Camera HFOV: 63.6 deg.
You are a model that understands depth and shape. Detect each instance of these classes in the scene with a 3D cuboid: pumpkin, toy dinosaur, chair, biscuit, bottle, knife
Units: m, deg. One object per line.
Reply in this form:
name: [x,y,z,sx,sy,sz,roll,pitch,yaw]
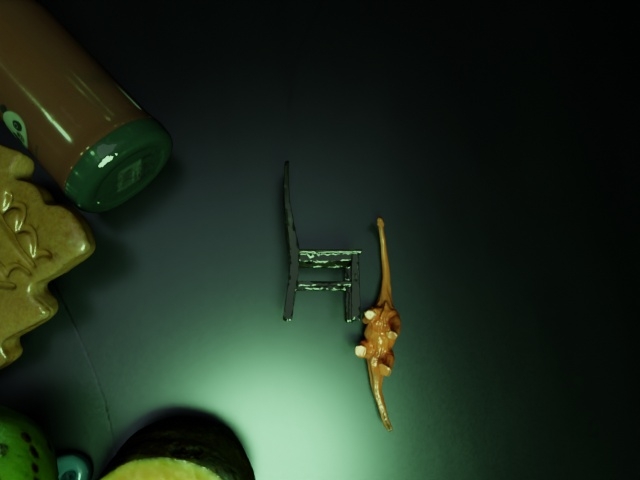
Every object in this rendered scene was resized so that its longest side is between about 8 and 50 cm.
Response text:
pumpkin: [-0.172,0.369,0.572,0.221,0.139,0.317,24,75,0]
toy dinosaur: [0.079,0.106,0.680,0.055,0.101,0.280,4,90,9]
chair: [0.000,0.000,0.683,0.101,0.084,0.213,1,80,-5]
biscuit: [-0.403,0.038,0.596,0.283,0.043,0.307,17,94,12]
bottle: [-0.345,-0.198,0.633,0.144,0.144,0.336,-43,89,-12]
knife: [-0.397,0.269,0.612,0.243,0.032,0.058,7,84,-3]

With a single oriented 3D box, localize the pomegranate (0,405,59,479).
pomegranate: [-0.376,0.251,0.490,0.263,0.211,0.211,36,77,-15]
